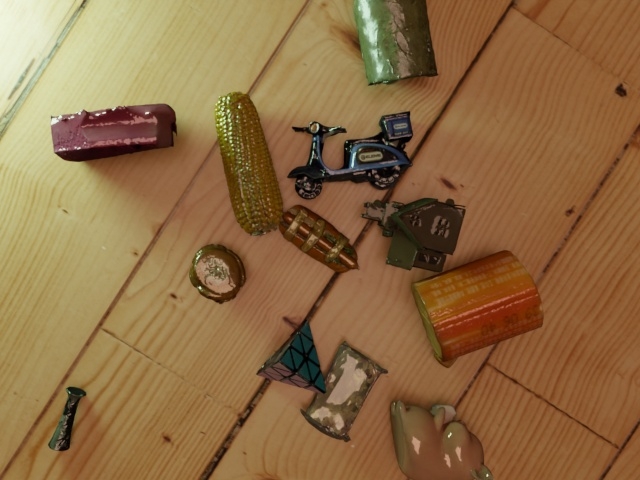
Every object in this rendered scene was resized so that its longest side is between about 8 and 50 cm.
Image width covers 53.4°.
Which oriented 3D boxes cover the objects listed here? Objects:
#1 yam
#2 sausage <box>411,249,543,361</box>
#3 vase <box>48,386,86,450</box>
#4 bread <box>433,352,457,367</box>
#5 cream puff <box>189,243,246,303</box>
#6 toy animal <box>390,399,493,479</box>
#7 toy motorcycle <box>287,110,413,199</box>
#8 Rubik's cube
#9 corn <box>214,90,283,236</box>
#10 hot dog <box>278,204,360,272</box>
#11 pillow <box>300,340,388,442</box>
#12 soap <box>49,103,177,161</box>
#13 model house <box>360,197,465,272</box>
[{"bbox_3d":[0.194,-0.563,1.696,0.195,0.195,0.300,-10,93,-2],"label":"yam"},{"bbox_3d":[0.417,0.174,1.711,0.286,0.233,0.233,-19,93,1],"label":"sausage"},{"bbox_3d":[-0.702,0.494,1.767,0.059,0.059,0.167,18,91,-3],"label":"vase"},{"bbox_3d":[0.367,0.306,1.801,0.062,0.049,0.103,37,89,-11],"label":"bread"},{"bbox_3d":[-0.281,0.091,1.738,0.150,0.115,0.165,-12,83,-8],"label":"cream puff"},{"bbox_3d":[0.320,0.559,1.751,0.256,0.195,0.213,6,69,-3],"label":"toy animal"},{"bbox_3d":[0.079,-0.236,1.741,0.358,0.125,0.213,-9,84,-4],"label":"toy motorcycle"},{"bbox_3d":[-0.067,0.372,1.765,0.178,0.211,0.190,46,124,-2],"label":"Rubik's cube"},{"bbox_3d":[-0.195,-0.202,1.723,0.143,0.144,0.388,-13,88,-1],"label":"corn"},{"bbox_3d":[0.000,0.000,1.767,0.269,0.072,0.109,36,93,-2],"label":"hot dog"},{"bbox_3d":[0.066,0.427,1.791,0.169,0.059,0.255,31,89,2],"label":"pillow"},{"bbox_3d":[-0.530,-0.286,1.671,0.324,0.220,0.128,-8,101,-2],"label":"soap"},{"bbox_3d":[0.223,-0.029,1.701,0.243,0.211,0.205,14,90,-7],"label":"model house"}]
